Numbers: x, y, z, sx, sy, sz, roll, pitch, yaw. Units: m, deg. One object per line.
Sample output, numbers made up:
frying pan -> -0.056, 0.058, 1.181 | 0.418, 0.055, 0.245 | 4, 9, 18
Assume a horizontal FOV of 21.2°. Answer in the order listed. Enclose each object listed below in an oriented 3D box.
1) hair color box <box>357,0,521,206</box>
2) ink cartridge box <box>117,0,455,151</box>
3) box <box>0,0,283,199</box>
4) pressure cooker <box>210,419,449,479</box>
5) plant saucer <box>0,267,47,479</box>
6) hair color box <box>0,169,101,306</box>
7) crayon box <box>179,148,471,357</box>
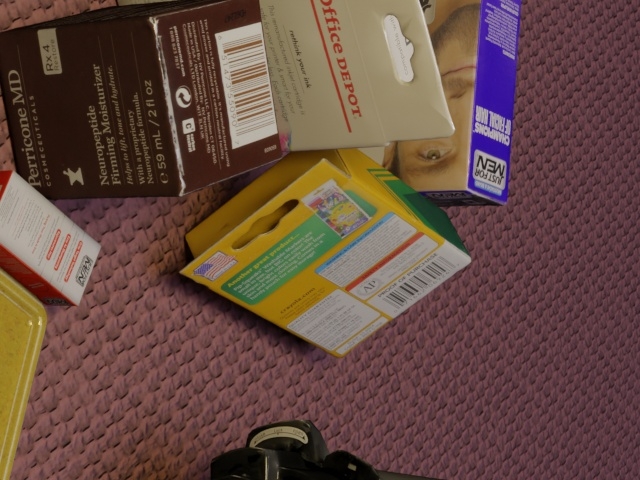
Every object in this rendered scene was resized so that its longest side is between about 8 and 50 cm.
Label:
hair color box -> 0.139, -0.214, 2.107 | 0.110, 0.185, 0.338 | 14, 77, -55
ink cartridge box -> -0.016, -0.204, 1.727 | 0.119, 0.354, 0.207 | -43, 124, -47
box -> -0.171, -0.137, 1.632 | 0.167, 0.203, 0.168 | -26, 110, -53
pressure cooker -> 0.013, 0.402, 1.734 | 0.420, 0.370, 0.375 | 16, 112, -52
plant saucer -> -0.346, 0.114, 1.424 | 0.333, 0.081, 0.332 | 48, 44, -50
hair color box -> -0.274, -0.001, 1.620 | 0.141, 0.043, 0.072 | 46, 53, -44
crayon box -> 0.000, 0.000, 1.881 | 0.323, 0.203, 0.083 | 32, 26, -52
